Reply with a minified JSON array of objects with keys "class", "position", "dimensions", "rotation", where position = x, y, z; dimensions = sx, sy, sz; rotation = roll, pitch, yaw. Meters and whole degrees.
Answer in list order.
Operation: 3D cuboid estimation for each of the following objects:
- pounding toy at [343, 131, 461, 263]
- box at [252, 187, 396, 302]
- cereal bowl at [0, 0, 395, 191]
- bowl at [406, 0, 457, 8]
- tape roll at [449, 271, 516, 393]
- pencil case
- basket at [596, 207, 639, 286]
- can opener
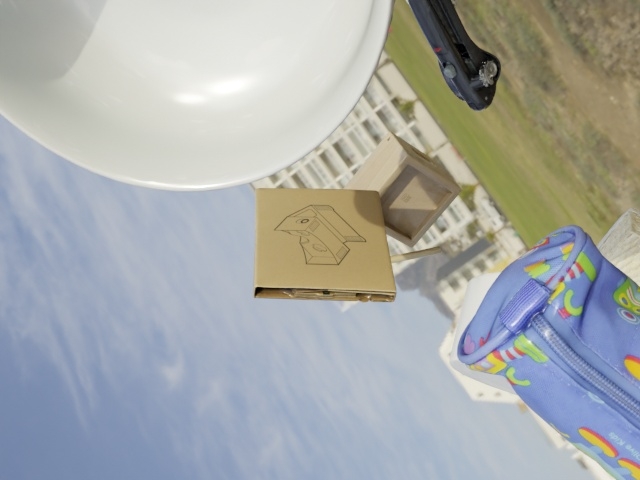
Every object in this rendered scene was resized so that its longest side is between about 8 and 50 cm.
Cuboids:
[{"class":"pounding toy","position":[0.124,-0.043,1.235],"dimensions":[0.181,0.206,0.094],"rotation":[27,-158,-32]},{"class":"box","position":[0.000,0.000,0.926],"dimensions":[0.201,0.164,0.021],"rotation":[-94,8,-51]},{"class":"cereal bowl","position":[-0.110,-0.209,0.546],"dimensions":[0.339,0.339,0.141],"rotation":[48,-150,-27]},{"class":"bowl","position":[0.173,-0.415,1.215],"dimensions":[0.170,0.080,0.170],"rotation":[53,-168,-16]},{"class":"tape roll","position":[0.291,0.127,0.836],"dimensions":[0.286,0.100,0.286],"rotation":[15,166,4]},{"class":"pencil case","position":[0.235,0.123,0.481],"dimensions":[0.306,0.119,0.133],"rotation":[40,-174,7]},{"class":"basket","position":[0.636,0.039,1.553],"dimensions":[0.113,0.167,0.103],"rotation":[30,-145,3]},{"class":"can opener","position":[0.138,-0.218,0.820],"dimensions":[0.186,0.073,0.059],"rotation":[51,-127,-32]}]
